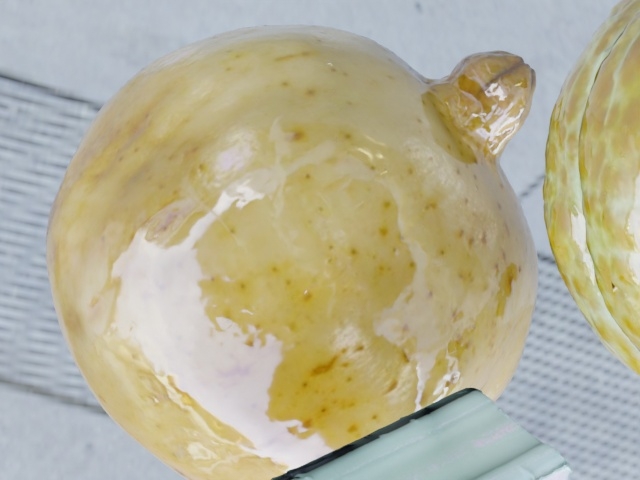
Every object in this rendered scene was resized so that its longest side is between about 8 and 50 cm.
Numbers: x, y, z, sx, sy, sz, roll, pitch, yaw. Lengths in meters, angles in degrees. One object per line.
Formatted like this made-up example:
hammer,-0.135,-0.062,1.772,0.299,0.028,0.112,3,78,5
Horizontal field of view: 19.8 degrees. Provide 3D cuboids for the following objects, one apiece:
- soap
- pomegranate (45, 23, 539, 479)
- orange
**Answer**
soap,0.030,0.202,1.131,0.261,0.094,0.150,-22,135,-33
pomegranate,0.000,0.000,1.384,0.410,0.410,0.410,-1,120,-2
orange,0.277,-0.015,0.960,0.329,0.329,0.249,13,88,-10
